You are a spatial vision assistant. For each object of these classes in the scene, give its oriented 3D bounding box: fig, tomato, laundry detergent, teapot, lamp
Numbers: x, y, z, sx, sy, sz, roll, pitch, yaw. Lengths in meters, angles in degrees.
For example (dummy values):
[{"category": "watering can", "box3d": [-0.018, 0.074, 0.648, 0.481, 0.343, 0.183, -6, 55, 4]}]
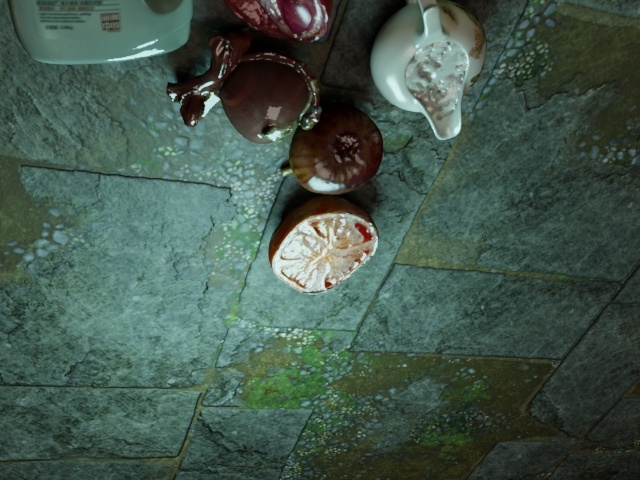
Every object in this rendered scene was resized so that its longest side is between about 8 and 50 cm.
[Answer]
[{"category": "fig", "box3d": [0.019, -0.165, 1.453, 0.175, 0.207, 0.175, 0, 92, -11]}, {"category": "tomato", "box3d": [0.000, 0.000, 1.637, 0.237, 0.095, 0.236, -10, 134, -11]}, {"category": "laundry detergent", "box3d": [-0.313, -0.445, 1.080, 0.264, 0.124, 0.398, -5, 133, -10]}, {"category": "teapot", "box3d": [0.184, -0.314, 1.341, 0.204, 0.139, 0.298, -20, 137, 8]}, {"category": "tomato", "box3d": [-0.059, -0.398, 1.221, 0.189, 0.099, 0.173, 19, 159, 20]}, {"category": "lamp", "box3d": [-0.116, -0.245, 1.334, 0.223, 0.151, 0.215, 45, 115, 1]}]
